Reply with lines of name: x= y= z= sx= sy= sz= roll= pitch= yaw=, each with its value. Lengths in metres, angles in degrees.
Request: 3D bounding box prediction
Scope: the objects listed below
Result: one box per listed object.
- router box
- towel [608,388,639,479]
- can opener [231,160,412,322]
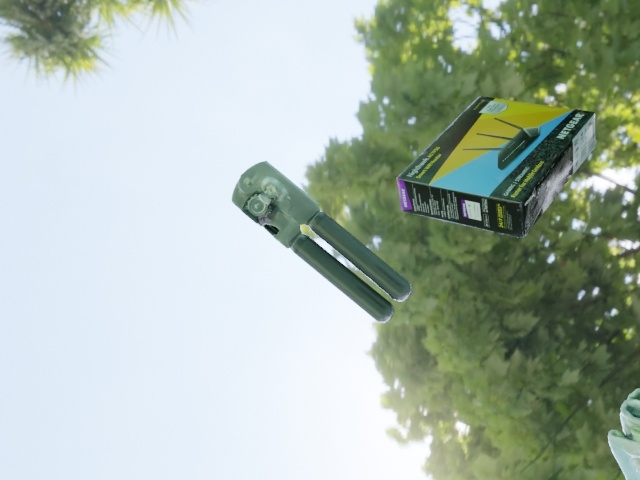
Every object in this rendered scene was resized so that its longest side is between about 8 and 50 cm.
router box: x=0.179 y=-0.079 z=0.898 sx=0.133 sy=0.046 sz=0.179 roll=14 pitch=-138 yaw=33
towel: x=0.503 y=0.311 z=0.942 sx=0.320 sy=0.374 sz=0.090 roll=2 pitch=-135 yaw=44
can opener: x=0.000 y=0.000 z=1.225 sx=0.283 sy=0.095 sz=0.076 roll=40 pitch=-89 yaw=7
